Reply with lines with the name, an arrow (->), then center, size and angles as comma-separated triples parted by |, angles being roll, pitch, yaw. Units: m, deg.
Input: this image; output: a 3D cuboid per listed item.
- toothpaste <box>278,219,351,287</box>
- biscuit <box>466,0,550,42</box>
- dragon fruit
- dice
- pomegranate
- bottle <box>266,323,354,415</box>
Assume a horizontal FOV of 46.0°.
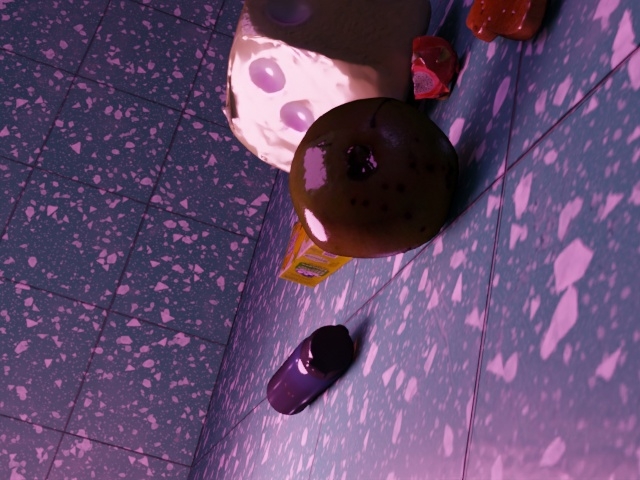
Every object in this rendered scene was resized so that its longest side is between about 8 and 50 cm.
toothpaste -> 0.000, 0.000, 1.349 | 0.327, 0.077, 0.110 | 135, 150, -72
biscuit -> 0.204, -0.287, 0.780 | 0.280, 0.043, 0.183 | -89, 15, -49
dragon fruit -> 0.145, -0.214, 0.950 | 0.083, 0.060, 0.056 | 76, -167, -51
dice -> 0.013, -0.253, 1.100 | 0.252, 0.249, 0.254 | 101, -174, -53
pomegranate -> 0.050, -0.058, 0.826 | 0.210, 0.179, 0.179 | 127, 159, -67
bottle -> -0.016, 0.186, 1.079 | 0.082, 0.072, 0.244 | -52, -3, -29
